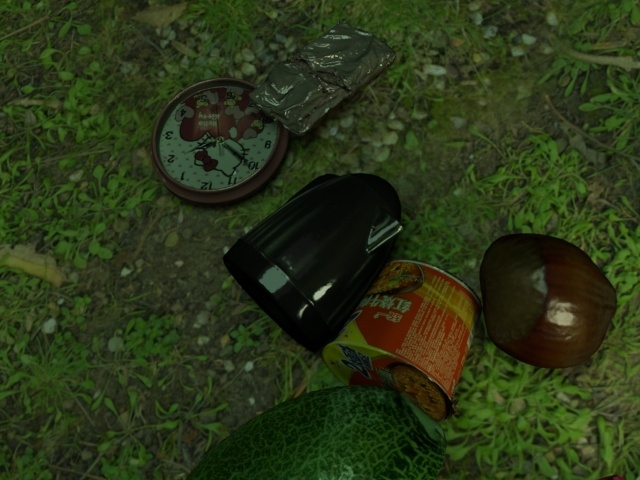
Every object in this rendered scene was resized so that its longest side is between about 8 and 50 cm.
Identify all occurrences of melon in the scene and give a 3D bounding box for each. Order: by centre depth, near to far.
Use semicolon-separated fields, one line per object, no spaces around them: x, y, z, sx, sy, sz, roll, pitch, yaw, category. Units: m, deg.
0.009;0.357;1.849;0.343;0.226;0.331;-52;47;9;melon

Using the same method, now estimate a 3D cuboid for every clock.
-0.172;-0.170;2.209;0.244;0.056;0.244;-4;64;8;clock

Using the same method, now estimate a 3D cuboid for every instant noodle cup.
0.134;0.141;1.924;0.213;0.213;0.174;19;64;21;instant noodle cup

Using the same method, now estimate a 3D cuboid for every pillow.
0.002;-0.282;2.195;0.135;0.049;0.248;36;62;26;pillow

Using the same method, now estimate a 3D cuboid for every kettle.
0.012;0.010;2.024;0.271;0.251;0.207;-44;89;-9;kettle

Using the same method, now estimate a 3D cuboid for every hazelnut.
0.331;0.077;1.906;0.210;0.186;0.210;-13;52;17;hazelnut

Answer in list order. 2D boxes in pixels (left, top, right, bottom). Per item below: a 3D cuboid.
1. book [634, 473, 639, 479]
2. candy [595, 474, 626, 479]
0.486;0.349;1.839;0.077;0.014;0.111;38;79;27;book
0.283;0.377;1.834;0.365;0.124;0.124;2;67;23;candy
